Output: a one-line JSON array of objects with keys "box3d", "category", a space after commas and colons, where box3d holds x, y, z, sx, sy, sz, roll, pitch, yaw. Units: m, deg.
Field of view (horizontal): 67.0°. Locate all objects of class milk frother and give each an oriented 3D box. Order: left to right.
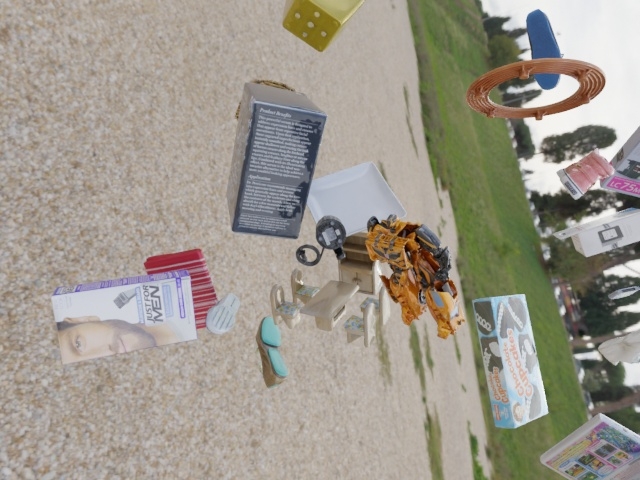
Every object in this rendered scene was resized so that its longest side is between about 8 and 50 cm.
[{"box3d": [0.000, 0.000, 1.370, 0.135, 0.143, 0.129, -93, 178, -83], "category": "milk frother"}]

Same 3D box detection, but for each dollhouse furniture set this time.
[{"box3d": [0.072, 0.134, 1.711, 0.394, 0.362, 0.256, -38, 130, -52], "category": "dollhouse furniture set"}]

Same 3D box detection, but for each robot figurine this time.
[{"box3d": [0.193, 0.071, 1.012, 0.085, 0.211, 0.291, -45, 122, -24], "category": "robot figurine"}]

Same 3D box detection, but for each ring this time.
[{"box3d": [0.554, -0.379, 1.265, 0.336, 0.336, 0.032, 22, 69, -69], "category": "ring"}]

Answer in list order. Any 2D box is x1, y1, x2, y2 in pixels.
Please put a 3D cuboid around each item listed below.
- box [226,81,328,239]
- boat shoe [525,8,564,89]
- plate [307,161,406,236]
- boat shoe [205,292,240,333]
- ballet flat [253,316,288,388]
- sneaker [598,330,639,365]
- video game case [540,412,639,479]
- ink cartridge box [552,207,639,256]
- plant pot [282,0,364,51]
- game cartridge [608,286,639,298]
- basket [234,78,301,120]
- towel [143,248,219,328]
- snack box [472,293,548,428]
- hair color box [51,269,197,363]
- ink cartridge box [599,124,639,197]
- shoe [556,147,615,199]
[{"box3d": [-0.152, -0.248, 1.492, 0.293, 0.212, 0.395, -117, -142, -60], "category": "box"}, {"box3d": [0.743, -0.623, 1.580, 0.089, 0.109, 0.258, -19, 103, -53], "category": "boat shoe"}, {"box3d": [0.097, -0.121, 1.570, 0.045, 0.277, 0.278, 81, -13, -51], "category": "plate"}, {"box3d": [-0.302, 0.233, 1.452, 0.083, 0.076, 0.226, 50, 14, -4], "category": "boat shoe"}, {"box3d": [-0.219, 0.470, 2.014, 0.116, 0.124, 0.342, 25, 25, -34], "category": "ballet flat"}, {"box3d": [1.021, 0.356, 1.572, 0.094, 0.080, 0.212, 56, -28, 9], "category": "sneaker"}, {"box3d": [0.491, 0.379, 0.834, 0.157, 0.143, 0.019, -63, 175, 36], "category": "video game case"}, {"box3d": [0.640, -0.013, 1.105, 0.060, 0.180, 0.104, 69, 18, -1], "category": "ink cartridge box"}, {"box3d": [0.005, -0.689, 1.414, 0.212, 0.212, 0.187, 29, 65, -15], "category": "plant pot"}, {"box3d": [0.989, 0.172, 1.581, 0.056, 0.083, 0.017, 107, -28, -64], "category": "game cartridge"}, {"box3d": [-0.152, -0.512, 1.960, 0.213, 0.299, 0.223, -65, 164, 8], "category": "basket"}, {"box3d": [-0.440, 0.166, 1.575, 0.031, 0.199, 0.275, -82, 160, -71], "category": "towel"}, {"box3d": [0.503, 0.308, 1.279, 0.187, 0.060, 0.322, 2, 76, -41], "category": "snack box"}, {"box3d": [-0.516, 0.198, 1.301, 0.110, 0.339, 0.185, -157, -119, -69], "category": "hair color box"}, {"box3d": [0.893, -0.232, 1.243, 0.311, 0.185, 0.065, 100, 5, -52], "category": "ink cartridge box"}, {"box3d": [0.495, -0.125, 0.903, 0.063, 0.081, 0.178, 54, 27, 6], "category": "shoe"}]
